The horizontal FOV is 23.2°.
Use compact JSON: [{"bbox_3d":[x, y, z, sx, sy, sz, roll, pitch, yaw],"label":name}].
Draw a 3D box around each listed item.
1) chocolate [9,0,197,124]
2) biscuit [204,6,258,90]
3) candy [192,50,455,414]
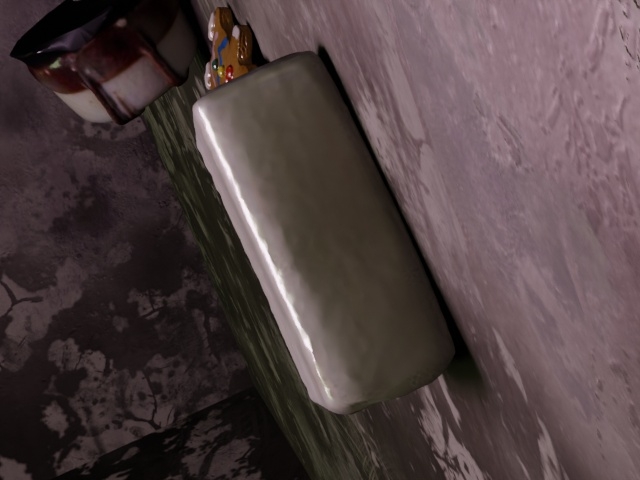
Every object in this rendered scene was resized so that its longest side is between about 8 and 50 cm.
[{"bbox_3d":[-0.305,-0.289,2.365,0.186,0.283,0.283,56,175,-19],"label":"chocolate"},{"bbox_3d":[-0.109,-0.207,1.941,0.205,0.031,0.138,-122,35,-53],"label":"biscuit"},{"bbox_3d":[-0.002,0.000,1.609,0.208,0.145,0.359,123,123,-80],"label":"candy"}]
